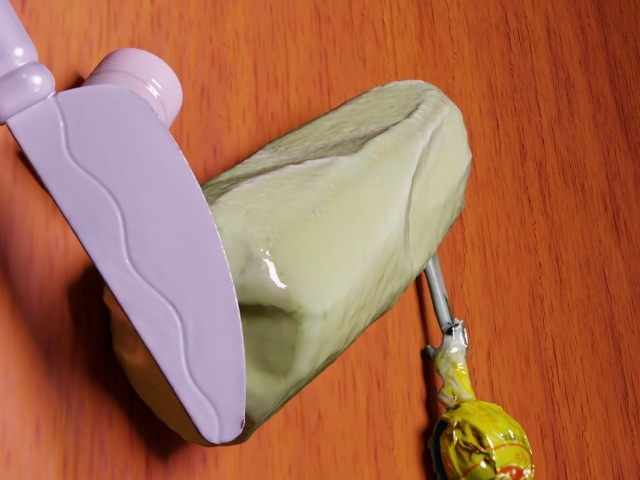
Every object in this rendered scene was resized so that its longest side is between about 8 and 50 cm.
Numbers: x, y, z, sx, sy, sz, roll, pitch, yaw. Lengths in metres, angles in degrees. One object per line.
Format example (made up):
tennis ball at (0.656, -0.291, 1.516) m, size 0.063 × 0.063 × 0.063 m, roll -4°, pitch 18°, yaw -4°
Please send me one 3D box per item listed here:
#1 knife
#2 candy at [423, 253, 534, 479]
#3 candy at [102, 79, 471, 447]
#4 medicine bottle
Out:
knife at (-0.121, -0.051, 0.574) m, size 0.331 × 0.080 × 0.044 m, roll 53°, pitch -11°, yaw -3°
candy at (0.104, 0.086, 0.941) m, size 0.073 × 0.077 × 0.262 m, roll 7°, pitch 58°, yaw -34°
candy at (0.000, 0.000, 0.746) m, size 0.142 × 0.132 × 0.343 m, roll 58°, pitch 33°, yaw -6°
medicine bottle at (-0.119, -0.064, 0.663) m, size 0.057 × 0.057 × 0.089 m, roll 54°, pitch 35°, yaw -26°
